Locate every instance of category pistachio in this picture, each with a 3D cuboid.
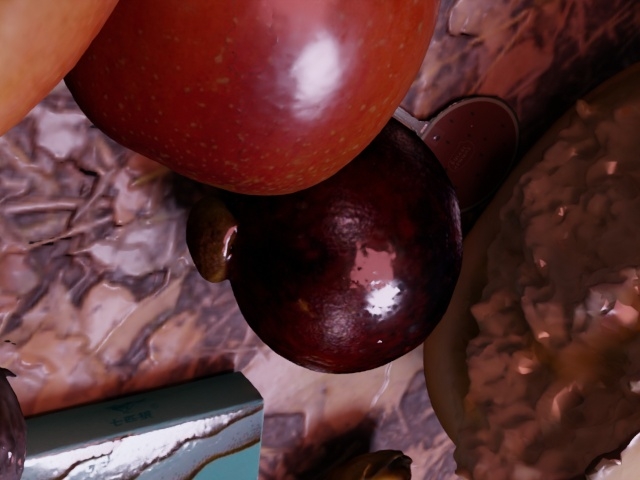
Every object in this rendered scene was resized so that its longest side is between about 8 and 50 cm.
[{"bbox_3d":[0.000,0.201,1.047,0.173,0.049,0.089,-54,146,6],"label":"pistachio"}]

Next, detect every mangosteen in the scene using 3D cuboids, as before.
[{"bbox_3d":[0.000,0.000,0.858,0.152,0.152,0.152,-17,127,-24],"label":"mangosteen"}]

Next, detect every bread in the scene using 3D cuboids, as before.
[{"bbox_3d":[0.215,0.033,0.988,0.316,0.211,0.270,-50,142,11],"label":"bread"}]

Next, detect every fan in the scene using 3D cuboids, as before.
[{"bbox_3d":[0.072,-0.060,0.957,0.133,0.005,0.085,30,101,-43],"label":"fan"}]

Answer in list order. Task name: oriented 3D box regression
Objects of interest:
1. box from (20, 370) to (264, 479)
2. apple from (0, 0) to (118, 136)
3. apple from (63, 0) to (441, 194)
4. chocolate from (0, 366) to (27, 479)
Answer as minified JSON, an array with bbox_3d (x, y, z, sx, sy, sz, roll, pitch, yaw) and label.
[{"bbox_3d":[-0.120,0.197,0.971,0.162,0.041,0.229,-11,124,-28],"label":"box"},{"bbox_3d":[-0.196,-0.180,0.480,0.364,0.364,0.364,-17,127,-24],"label":"apple"},{"bbox_3d":[-0.038,-0.113,0.734,0.181,0.181,0.168,10,117,-38],"label":"apple"},{"bbox_3d":[-0.234,0.163,0.831,0.110,0.110,0.248,24,105,-41],"label":"chocolate"}]
